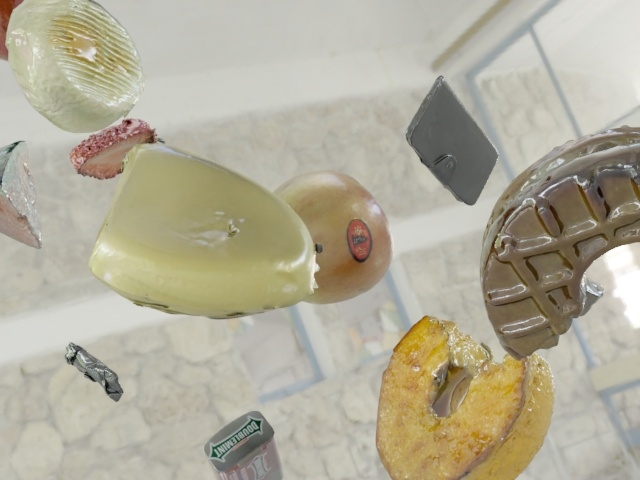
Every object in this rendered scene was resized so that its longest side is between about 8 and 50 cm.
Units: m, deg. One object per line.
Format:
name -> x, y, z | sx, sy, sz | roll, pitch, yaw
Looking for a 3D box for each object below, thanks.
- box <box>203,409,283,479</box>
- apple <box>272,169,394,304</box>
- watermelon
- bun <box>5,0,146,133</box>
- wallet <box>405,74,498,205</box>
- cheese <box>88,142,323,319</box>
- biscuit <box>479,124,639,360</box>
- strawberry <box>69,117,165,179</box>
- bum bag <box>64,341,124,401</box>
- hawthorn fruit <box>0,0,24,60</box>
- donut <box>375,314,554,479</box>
box -> -0.128, 0.384, 1.571 | 0.120, 0.069, 0.224 | -34, -28, -16
apple -> 0.000, 0.000, 2.238 | 0.305, 0.339, 0.338 | -25, -10, -19
watermelon -> -0.602, -0.068, 1.668 | 0.207, 0.202, 0.136 | -33, -14, 27
bun -> -0.409, -0.289, 1.508 | 0.153, 0.244, 0.243 | -14, -6, 36
wallet -> 0.341, -0.246, 2.339 | 0.051, 0.197, 0.377 | 21, -13, 42
cheese -> -0.147, 0.001, 1.252 | 0.315, 0.260, 0.128 | 22, -37, -11
biscuit -> 0.361, -0.001, 1.086 | 0.366, 0.268, 0.115 | -19, 28, 18
strawberry -> -0.532, -0.244, 2.326 | 0.188, 0.106, 0.286 | -46, -14, 29
bum bag -> -0.552, 0.315, 2.197 | 0.049, 0.197, 0.087 | -36, -30, -44
hawthorn fruit -> -0.667, -0.516, 2.019 | 0.287, 0.330, 0.287 | -39, -25, -21
donut -> 0.292, 0.366, 1.916 | 0.378, 0.163, 0.435 | -57, 28, -3
